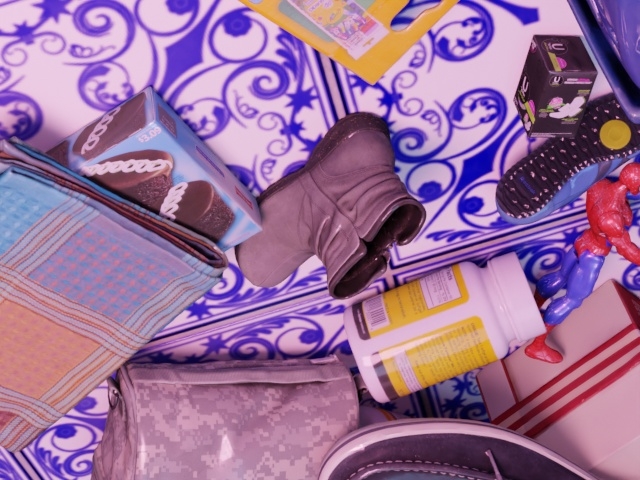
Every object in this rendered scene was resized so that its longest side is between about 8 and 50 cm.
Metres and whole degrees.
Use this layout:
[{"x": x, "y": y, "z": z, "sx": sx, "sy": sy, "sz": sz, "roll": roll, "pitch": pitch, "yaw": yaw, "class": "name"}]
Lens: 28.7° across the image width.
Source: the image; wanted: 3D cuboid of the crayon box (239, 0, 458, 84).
[{"x": -0.013, "y": -0.286, "z": 1.020, "sx": 0.323, "sy": 0.083, "sz": 0.203, "roll": 28, "pitch": 122, "yaw": -34, "class": "crayon box"}]

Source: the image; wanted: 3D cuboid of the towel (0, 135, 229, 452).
[{"x": -0.304, "y": 0.077, "z": 1.255, "sx": 0.271, "sy": 0.040, "sz": 0.370, "roll": 29, "pitch": 122, "yaw": -34, "class": "towel"}]

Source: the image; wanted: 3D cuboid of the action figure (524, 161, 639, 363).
[{"x": 0.335, "y": 0.023, "z": 1.419, "sx": 0.139, "sy": 0.091, "sz": 0.280, "roll": 6, "pitch": 134, "yaw": -11, "class": "action figure"}]

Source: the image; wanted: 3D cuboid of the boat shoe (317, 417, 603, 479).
[{"x": 0.235, "y": 0.335, "z": 1.354, "sx": 0.500, "sy": 0.156, "sz": 0.187, "roll": 23, "pitch": 118, "yaw": -4, "class": "boat shoe"}]

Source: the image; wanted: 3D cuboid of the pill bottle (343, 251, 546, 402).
[{"x": 0.141, "y": 0.095, "z": 1.419, "sx": 0.208, "sy": 0.119, "sz": 0.119, "roll": -21, "pitch": 136, "yaw": 8, "class": "pill bottle"}]

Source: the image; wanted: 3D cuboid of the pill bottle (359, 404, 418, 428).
[{"x": 0.143, "y": 0.315, "z": 1.611, "sx": 0.278, "sy": 0.162, "sz": 0.162, "roll": 19, "pitch": 127, "yaw": -29, "class": "pill bottle"}]

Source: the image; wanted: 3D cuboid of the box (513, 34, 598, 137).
[{"x": 0.230, "y": -0.151, "z": 1.234, "sx": 0.052, "sy": 0.062, "sz": 0.083, "roll": 0, "pitch": 135, "yaw": -12, "class": "box"}]

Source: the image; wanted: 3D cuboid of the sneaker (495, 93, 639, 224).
[{"x": 0.275, "y": -0.088, "z": 1.320, "sx": 0.209, "sy": 0.069, "sz": 0.082, "roll": -35, "pitch": 166, "yaw": 8, "class": "sneaker"}]

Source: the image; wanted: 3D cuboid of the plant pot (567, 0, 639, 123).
[{"x": 0.320, "y": -0.243, "z": 1.052, "sx": 0.236, "sy": 0.236, "sz": 0.212, "roll": -16, "pitch": 142, "yaw": 1, "class": "plant pot"}]

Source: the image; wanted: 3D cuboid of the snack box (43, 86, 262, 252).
[{"x": -0.244, "y": -0.003, "z": 1.261, "sx": 0.322, "sy": 0.060, "sz": 0.187, "roll": -29, "pitch": 134, "yaw": 15, "class": "snack box"}]

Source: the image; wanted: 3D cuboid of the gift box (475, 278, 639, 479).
[{"x": 0.368, "y": 0.253, "z": 1.540, "sx": 0.258, "sy": 0.255, "sz": 0.276, "roll": -40, "pitch": 122, "yaw": 23, "class": "gift box"}]

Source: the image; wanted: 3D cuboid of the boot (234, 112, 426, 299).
[{"x": 0.000, "y": 0.000, "z": 1.255, "sx": 0.083, "sy": 0.161, "sz": 0.246, "roll": 21, "pitch": 126, "yaw": -31, "class": "boot"}]

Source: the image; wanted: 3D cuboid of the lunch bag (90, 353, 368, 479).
[{"x": -0.107, "y": 0.257, "z": 1.455, "sx": 0.305, "sy": 0.212, "sz": 0.256, "roll": 2, "pitch": 117, "yaw": -20, "class": "lunch bag"}]
